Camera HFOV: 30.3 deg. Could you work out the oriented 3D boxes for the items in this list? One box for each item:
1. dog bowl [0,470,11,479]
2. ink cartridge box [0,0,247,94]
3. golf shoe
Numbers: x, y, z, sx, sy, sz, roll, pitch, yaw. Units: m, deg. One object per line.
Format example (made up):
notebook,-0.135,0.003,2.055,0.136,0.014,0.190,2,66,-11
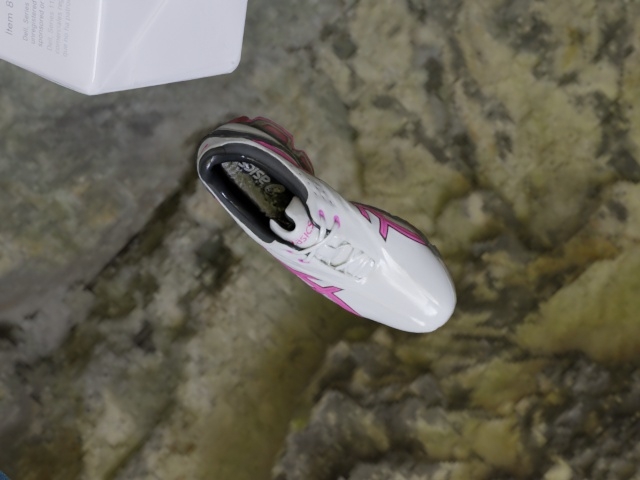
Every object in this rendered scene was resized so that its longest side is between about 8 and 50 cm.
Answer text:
dog bowl,-0.314,0.205,0.933,0.074,0.166,0.297,-51,180,-8
ink cartridge box,-0.201,-0.234,0.663,0.119,0.353,0.207,-22,130,-51
golf shoe,0.000,0.000,0.715,0.067,0.186,0.086,-54,180,19
